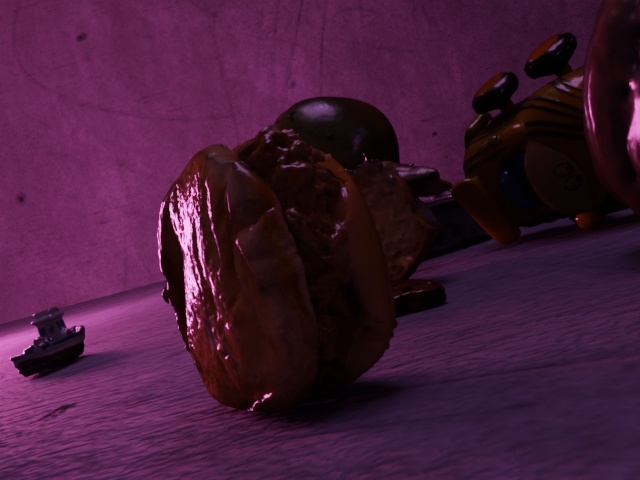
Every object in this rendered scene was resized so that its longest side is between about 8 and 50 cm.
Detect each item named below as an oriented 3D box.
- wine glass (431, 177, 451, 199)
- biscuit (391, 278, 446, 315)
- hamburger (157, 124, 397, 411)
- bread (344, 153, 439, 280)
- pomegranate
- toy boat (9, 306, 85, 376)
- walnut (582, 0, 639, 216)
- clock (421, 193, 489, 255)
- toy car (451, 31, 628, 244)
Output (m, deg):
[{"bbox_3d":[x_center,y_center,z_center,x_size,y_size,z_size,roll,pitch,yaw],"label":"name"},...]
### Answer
[{"bbox_3d":[0.333,-0.119,1.539,0.309,0.096,0.264,-13,-11,33],"label":"wine glass"},{"bbox_3d":[0.047,0.048,0.656,0.119,0.019,0.130,-14,2,15],"label":"biscuit"},{"bbox_3d":[-0.028,0.016,0.417,0.083,0.138,0.147,-18,-3,-33],"label":"hamburger"},{"bbox_3d":[-0.002,0.001,0.812,0.260,0.129,0.134,-14,-2,20],"label":"bread"},{"bbox_3d":[0.040,-0.074,0.934,0.224,0.182,0.181,18,19,28],"label":"pomegranate"},{"bbox_3d":[-0.306,0.111,0.912,0.059,0.066,0.140,-18,0,7],"label":"toy boat"},{"bbox_3d":[0.274,-0.104,0.539,0.224,0.224,0.224,-15,2,1],"label":"walnut"},{"bbox_3d":[0.103,-0.008,1.150,0.324,0.067,0.325,-15,3,1],"label":"clock"},{"bbox_3d":[0.253,-0.089,0.851,0.248,0.200,0.142,-34,17,53],"label":"toy car"}]
